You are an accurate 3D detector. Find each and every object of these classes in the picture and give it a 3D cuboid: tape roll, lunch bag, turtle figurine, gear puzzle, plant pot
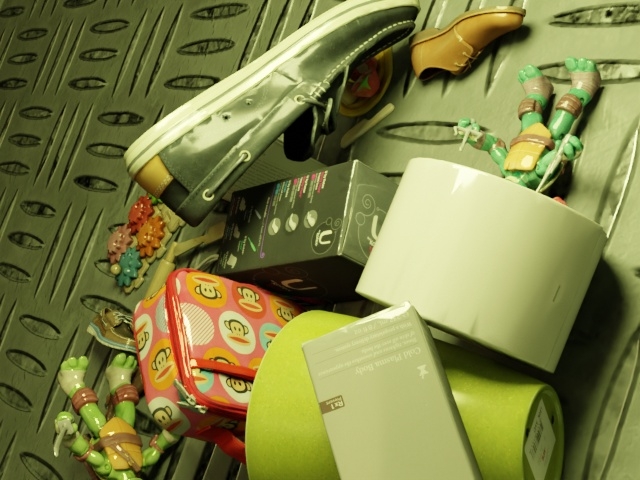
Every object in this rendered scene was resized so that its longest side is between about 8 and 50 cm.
[{"bbox_3d":[0.182,0.030,1.115,0.246,0.246,0.169,20,86,52],"label":"tape roll"},{"bbox_3d":[-0.106,0.186,1.323,0.120,0.293,0.258,-40,48,30],"label":"lunch bag"},{"bbox_3d":[-0.329,0.281,1.599,0.198,0.274,0.266,-25,49,-9],"label":"turtle figurine"},{"bbox_3d":[0.257,-0.121,1.205,0.175,0.118,0.234,11,58,33],"label":"turtle figurine"},{"bbox_3d":[-0.320,-0.065,1.905,0.339,0.044,0.175,-52,40,16],"label":"gear puzzle"},{"bbox_3d":[0.113,0.221,1.106,0.294,0.275,0.274,0,70,33],"label":"plant pot"}]

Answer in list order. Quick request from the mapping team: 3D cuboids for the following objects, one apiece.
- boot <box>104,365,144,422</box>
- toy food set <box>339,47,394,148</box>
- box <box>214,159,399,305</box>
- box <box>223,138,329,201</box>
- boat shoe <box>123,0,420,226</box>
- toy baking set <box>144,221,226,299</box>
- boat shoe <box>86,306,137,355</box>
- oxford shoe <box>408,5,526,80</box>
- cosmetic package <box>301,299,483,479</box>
[{"bbox_3d":[-0.339,0.287,1.749,0.114,0.037,0.106,-39,47,22],"label":"boot"},{"bbox_3d":[0.049,-0.275,1.572,0.128,0.071,0.217,-29,51,37],"label":"toy food set"},{"bbox_3d":[0.000,0.000,1.403,0.270,0.165,0.143,-11,62,46],"label":"box"},{"bbox_3d":[-0.115,-0.123,1.591,0.181,0.182,0.119,35,99,52],"label":"box"},{"bbox_3d":[-0.041,-0.195,1.400,0.500,0.156,0.187,-37,0,-18],"label":"boat shoe"},{"bbox_3d":[-0.243,0.080,1.756,0.197,0.030,0.256,17,84,49],"label":"toy baking set"},{"bbox_3d":[-0.388,0.166,1.841,0.183,0.066,0.066,17,82,52],"label":"boat shoe"},{"bbox_3d":[0.213,-0.281,1.398,0.212,0.076,0.076,-15,74,54],"label":"oxford shoe"},{"bbox_3d":[0.079,0.198,0.949,0.127,0.107,0.238,-23,63,8],"label":"cosmetic package"}]
